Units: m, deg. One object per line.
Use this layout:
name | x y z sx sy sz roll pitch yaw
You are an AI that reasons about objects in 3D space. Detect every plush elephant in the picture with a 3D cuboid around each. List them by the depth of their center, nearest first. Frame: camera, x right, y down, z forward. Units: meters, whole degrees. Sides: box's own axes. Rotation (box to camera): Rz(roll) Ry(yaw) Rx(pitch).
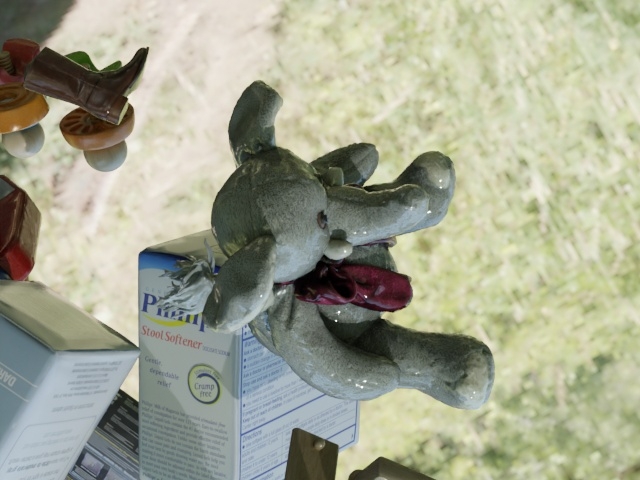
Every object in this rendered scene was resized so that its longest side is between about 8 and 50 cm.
plush elephant | 0.000 0.000 1.304 0.330 0.271 0.255 -1 157 0

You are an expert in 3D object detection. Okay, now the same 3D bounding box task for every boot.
boot | -0.245 -0.182 1.473 0.037 0.114 0.106 114 -2 -56

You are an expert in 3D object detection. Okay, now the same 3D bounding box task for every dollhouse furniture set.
dollhouse furniture set | 0.061 0.238 1.447 0.151 0.144 0.123 -47 -155 43

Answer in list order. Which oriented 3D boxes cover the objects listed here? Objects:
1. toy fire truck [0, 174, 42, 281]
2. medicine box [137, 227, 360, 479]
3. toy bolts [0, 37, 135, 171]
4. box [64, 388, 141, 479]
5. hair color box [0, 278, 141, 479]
toy fire truck | -0.387 0.064 1.349 0.302 0.169 0.254 -40 -148 -12
medicine box | -0.078 0.134 1.679 0.149 0.289 0.263 10 -164 33
toy bolts | -0.384 -0.155 1.887 0.228 0.158 0.218 21 -138 39
box | -0.302 0.302 1.952 0.076 0.307 0.242 -52 176 -42
hair color box | -0.299 0.212 1.055 0.374 0.114 0.185 -59 168 2
